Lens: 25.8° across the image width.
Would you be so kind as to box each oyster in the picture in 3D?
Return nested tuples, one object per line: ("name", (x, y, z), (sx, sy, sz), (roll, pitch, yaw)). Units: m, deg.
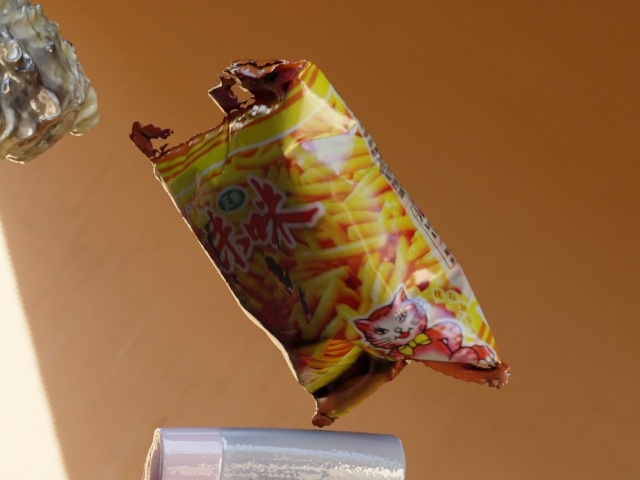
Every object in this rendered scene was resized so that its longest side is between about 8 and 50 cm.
("oyster", (-0.271, -0.087, 1.096), (0.115, 0.238, 0.351), (32, 17, 7))

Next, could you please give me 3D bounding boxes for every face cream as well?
("face cream", (-0.036, 0.179, 1.084), (0.198, 0.084, 0.057), (5, 38, -19))

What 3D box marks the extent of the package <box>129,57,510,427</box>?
("package", (-0.005, 0.001, 1.025), (0.223, 0.108, 0.288), (-21, -76, 50))
